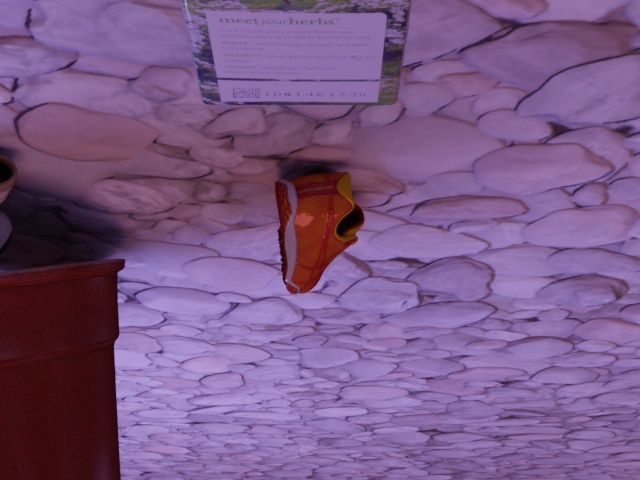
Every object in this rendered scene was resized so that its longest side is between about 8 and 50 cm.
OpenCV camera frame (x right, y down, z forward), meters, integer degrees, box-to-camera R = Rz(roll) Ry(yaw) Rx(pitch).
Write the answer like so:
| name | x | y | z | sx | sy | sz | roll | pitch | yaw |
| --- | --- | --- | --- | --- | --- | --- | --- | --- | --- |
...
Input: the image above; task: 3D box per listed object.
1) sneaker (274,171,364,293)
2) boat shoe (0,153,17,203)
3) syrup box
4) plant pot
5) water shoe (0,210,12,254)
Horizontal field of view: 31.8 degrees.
| name | x | y | z | sx | sy | sz | roll | pitch | yaw |
| --- | --- | --- | --- | --- | --- | --- | --- | --- | --- |
| sneaker | 0.000 | 0.000 | 0.868 | 0.067 | 0.064 | 0.175 | -7 | 163 | -5 |
| boat shoe | -0.275 | -0.054 | 0.773 | 0.135 | 0.050 | 0.045 | 5 | 159 | -37 |
| syrup box | -0.010 | -0.144 | 0.426 | 0.093 | 0.096 | 0.237 | 0 | 159 | 0 |
| plant pot | -0.280 | 0.165 | 0.930 | 0.272 | 0.265 | 0.272 | -8 | 179 | 0 |
| water shoe | -0.329 | -0.014 | 0.881 | 0.203 | 0.073 | 0.080 | -9 | 129 | 31 |
